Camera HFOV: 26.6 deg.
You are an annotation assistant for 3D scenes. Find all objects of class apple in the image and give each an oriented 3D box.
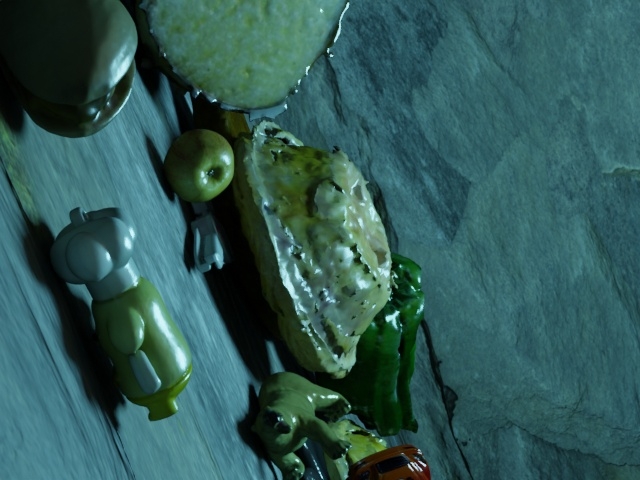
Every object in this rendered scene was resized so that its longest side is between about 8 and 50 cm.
[{"bbox_3d":[-0.135,-0.083,1.519,0.071,0.084,0.084,38,-21,47],"label":"apple"}]

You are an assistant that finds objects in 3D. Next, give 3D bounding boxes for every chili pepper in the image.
[{"bbox_3d":[0.058,0.173,2.011,0.385,0.167,0.213,93,-7,-54],"label":"chili pepper"}]

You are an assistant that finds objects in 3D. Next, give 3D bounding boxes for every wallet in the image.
[{"bbox_3d":[0.033,0.367,1.684,0.285,0.030,0.146,65,1,20],"label":"wallet"}]

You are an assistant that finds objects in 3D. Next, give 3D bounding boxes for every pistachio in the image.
[{"bbox_3d":[-0.192,-0.145,1.025,0.149,0.113,0.113,-98,168,-45],"label":"pistachio"}]

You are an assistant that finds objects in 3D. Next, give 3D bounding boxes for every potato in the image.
[{"bbox_3d":[-0.130,-0.302,1.747,0.289,0.301,0.237,43,-13,-29],"label":"potato"}]

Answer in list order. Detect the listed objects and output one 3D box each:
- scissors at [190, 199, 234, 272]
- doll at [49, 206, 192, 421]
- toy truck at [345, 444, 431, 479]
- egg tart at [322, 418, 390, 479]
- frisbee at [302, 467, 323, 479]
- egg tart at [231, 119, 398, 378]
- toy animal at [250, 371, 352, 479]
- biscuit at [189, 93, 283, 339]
[{"bbox_3d":[-0.129,-0.006,1.566,0.242,0.030,0.118,-102,170,-76],"label":"scissors"},{"bbox_3d":[-0.142,0.049,0.975,0.106,0.062,0.162,-111,179,-74],"label":"doll"},{"bbox_3d":[0.115,0.399,1.752,0.114,0.107,0.253,24,-53,63],"label":"toy truck"},{"bbox_3d":[0.086,0.378,1.930,0.291,0.107,0.291,-21,90,-85],"label":"egg tart"},{"bbox_3d":[0.035,0.370,1.563,0.187,0.012,0.211,46,19,-31],"label":"frisbee"},{"bbox_3d":[0.000,0.000,1.699,0.352,0.150,0.352,-21,90,-80],"label":"egg tart"},{"bbox_3d":[-0.034,0.201,1.504,0.101,0.103,0.219,49,10,-10],"label":"toy animal"},{"bbox_3d":[-0.099,-0.049,1.869,0.359,0.074,0.381,25,43,-84],"label":"biscuit"}]
